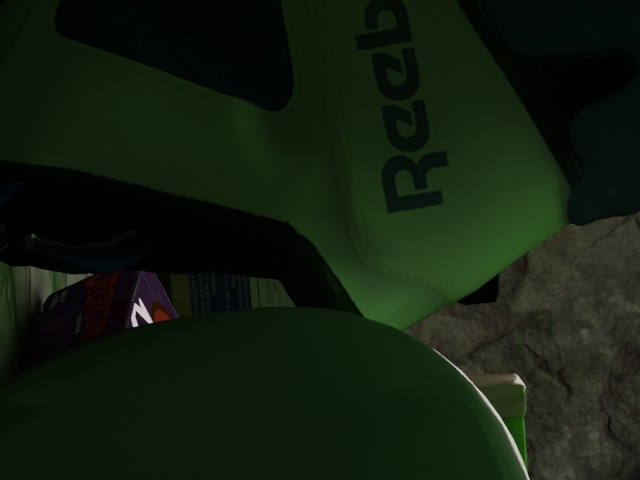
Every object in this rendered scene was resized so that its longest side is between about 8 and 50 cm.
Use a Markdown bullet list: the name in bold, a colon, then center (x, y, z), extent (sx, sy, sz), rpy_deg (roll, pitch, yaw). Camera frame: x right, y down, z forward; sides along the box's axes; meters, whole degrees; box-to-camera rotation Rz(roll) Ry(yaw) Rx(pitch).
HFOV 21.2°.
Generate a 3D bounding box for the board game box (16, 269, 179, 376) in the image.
- **board game box**: center (-0.005, 0.189, 0.570), extent (0.347, 0.056, 0.208), rpy_deg (63, 1, -16)

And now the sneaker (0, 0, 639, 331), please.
- **sneaker**: center (-0.045, -0.092, 0.455), extent (0.315, 0.182, 0.127), rpy_deg (54, 3, 19)

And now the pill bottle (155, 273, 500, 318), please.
- **pill bottle**: center (0.000, 0.000, 1.085), extent (0.123, 0.219, 0.123), rpy_deg (176, -90, -89)

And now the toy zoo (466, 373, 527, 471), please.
- **toy zoo**: center (0.003, 0.211, 0.773), extent (0.030, 0.192, 0.293), rpy_deg (-102, -172, -83)

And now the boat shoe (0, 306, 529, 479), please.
- **boat shoe**: center (-0.021, 0.156, 0.256), extent (0.367, 0.135, 0.156), rpy_deg (-89, 176, -62)
